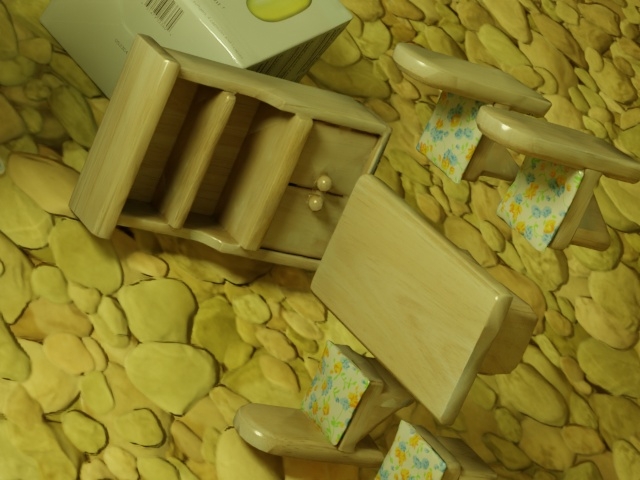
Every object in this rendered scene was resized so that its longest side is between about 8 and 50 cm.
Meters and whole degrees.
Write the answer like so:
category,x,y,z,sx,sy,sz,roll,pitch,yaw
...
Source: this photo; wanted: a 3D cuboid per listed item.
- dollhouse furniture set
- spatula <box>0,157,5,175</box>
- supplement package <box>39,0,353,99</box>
category,x,y,z,sx,sy,sz,roll,pitch,yaw
dollhouse furniture set,0.000,0.000,1.656,0.256,0.362,0.394,11,20,-36
spatula,-0.374,-0.156,1.726,0.168,0.019,0.242,4,52,-48
supplement package,-0.117,-0.215,1.914,0.194,0.149,0.203,48,37,7
